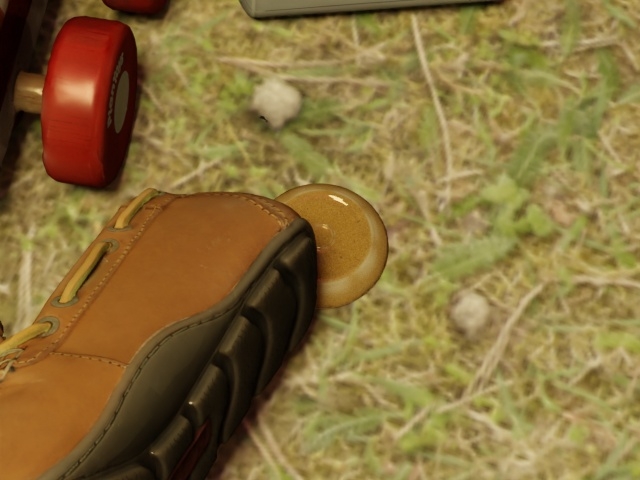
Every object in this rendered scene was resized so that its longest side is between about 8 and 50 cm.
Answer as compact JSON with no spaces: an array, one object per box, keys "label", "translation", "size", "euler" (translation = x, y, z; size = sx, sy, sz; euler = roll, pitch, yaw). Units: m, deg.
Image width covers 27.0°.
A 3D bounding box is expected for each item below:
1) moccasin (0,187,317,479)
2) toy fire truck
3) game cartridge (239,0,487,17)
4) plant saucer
[{"label":"moccasin","translation":[-0.138,0.091,0.653],"size":[0.147,0.139,0.380],"euler":[15,46,20]},{"label":"toy fire truck","translation":[-0.185,-0.182,0.749],"size":[0.169,0.254,0.302],"euler":[10,67,2]},{"label":"game cartridge","translation":[0.010,-0.285,0.912],"size":[0.196,0.060,0.294],"euler":[-3,66,-7]},{"label":"plant saucer","translation":[0.000,0.000,0.806],"size":[0.083,0.015,0.083],"euler":[1,67,-2]}]
